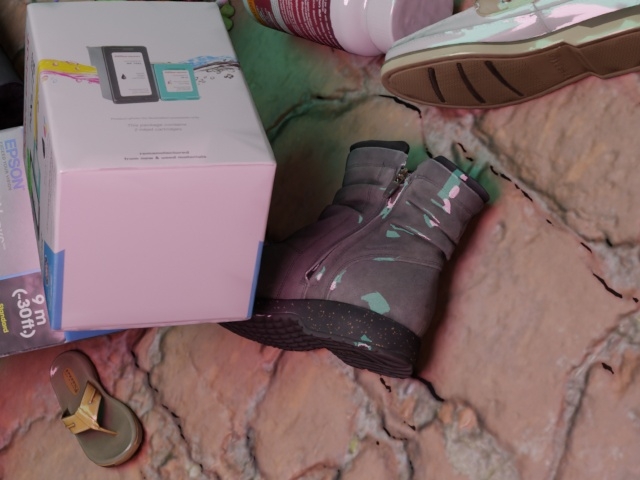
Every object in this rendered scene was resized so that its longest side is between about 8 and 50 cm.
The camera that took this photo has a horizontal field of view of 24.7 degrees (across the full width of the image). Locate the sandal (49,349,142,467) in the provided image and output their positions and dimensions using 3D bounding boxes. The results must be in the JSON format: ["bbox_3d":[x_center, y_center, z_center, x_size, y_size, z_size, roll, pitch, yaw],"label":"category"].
[{"bbox_3d":[-0.262,0.185,1.623,0.072,0.049,0.180,-48,51,8],"label":"sandal"}]

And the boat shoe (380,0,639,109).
[{"bbox_3d":[0.205,-0.207,1.436,0.302,0.113,0.103,-8,64,21],"label":"boat shoe"}]

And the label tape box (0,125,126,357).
[{"bbox_3d":[-0.337,0.003,1.594,0.333,0.106,0.240,-12,88,7],"label":"label tape box"}]

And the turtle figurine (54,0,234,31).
[{"bbox_3d":[-0.139,-0.273,1.604,0.274,0.266,0.198,-28,65,4],"label":"turtle figurine"}]

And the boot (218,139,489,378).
[{"bbox_3d":[0.000,0.000,1.500,0.338,0.118,0.223,14,72,31],"label":"boot"}]

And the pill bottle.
[{"bbox_3d":[0.027,-0.266,1.569,0.221,0.121,0.121,24,85,39],"label":"pill bottle"}]

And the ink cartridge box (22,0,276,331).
[{"bbox_3d":[-0.176,-0.078,1.411,0.270,0.197,0.198,-111,24,-46],"label":"ink cartridge box"}]

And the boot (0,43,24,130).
[{"bbox_3d":[-0.486,-0.343,1.864,0.367,0.146,0.445,-53,51,41],"label":"boot"}]
